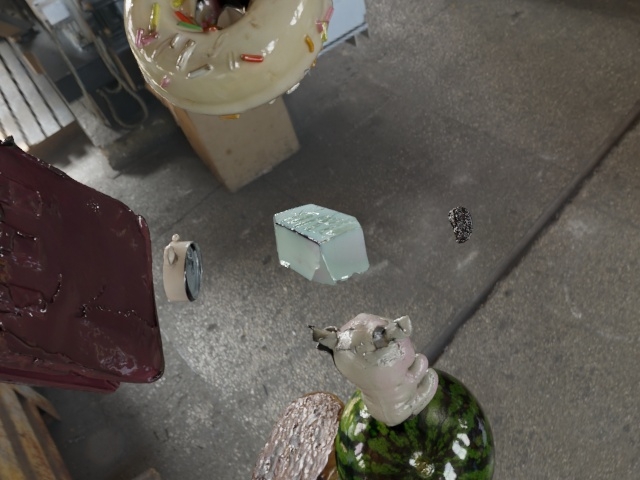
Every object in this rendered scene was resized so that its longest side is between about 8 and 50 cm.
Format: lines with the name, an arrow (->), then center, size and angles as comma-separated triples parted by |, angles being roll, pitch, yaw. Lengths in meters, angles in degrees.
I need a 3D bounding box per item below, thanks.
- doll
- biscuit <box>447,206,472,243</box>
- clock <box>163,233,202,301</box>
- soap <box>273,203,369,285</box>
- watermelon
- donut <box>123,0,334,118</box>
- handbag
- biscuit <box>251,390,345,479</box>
doll -> 0.082, 0.182, 0.806 | 0.149, 0.192, 0.095 | -13, 27, 32
biscuit -> 0.350, -0.039, 1.405 | 0.027, 0.087, 0.089 | -3, 60, 54
clock -> -0.337, 0.075, 1.395 | 0.063, 0.229, 0.156 | 2, 62, 2
soap -> 0.000, 0.000, 1.110 | 0.145, 0.091, 0.230 | -22, 24, -31
watermelon -> 0.164, 0.364, 0.996 | 0.285, 0.285, 0.285 | -9, 50, 11
donut -> -0.165, -0.403, 0.961 | 0.382, 0.142, 0.383 | -2, 79, 10
handbag -> -0.238, 0.034, 0.509 | 0.074, 0.216, 0.203 | -24, 65, 13
biscuit -> -0.042, 0.511, 1.297 | 0.334, 0.081, 0.289 | -58, 26, -15
